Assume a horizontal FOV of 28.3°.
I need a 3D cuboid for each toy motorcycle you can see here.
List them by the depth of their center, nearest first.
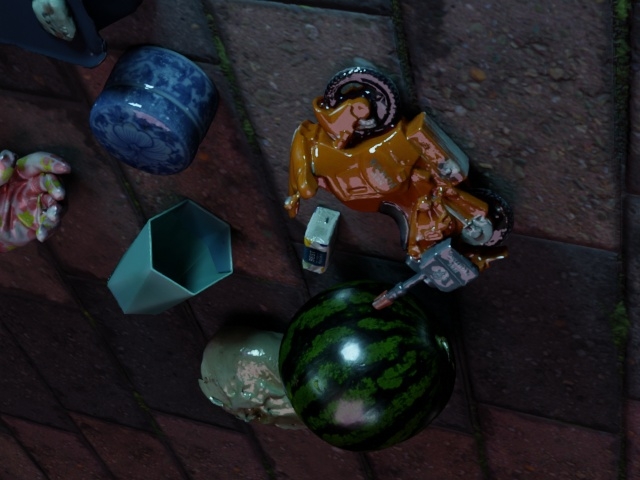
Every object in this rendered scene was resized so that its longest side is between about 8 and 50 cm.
[{"bbox_3d":[0.082,-0.059,1.587,0.221,0.148,0.326,-34,113,30],"label":"toy motorcycle"}]

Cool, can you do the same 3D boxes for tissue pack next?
[{"bbox_3d":[0.000,0.000,1.802,0.042,0.062,0.083,15,149,5],"label":"tissue pack"}]

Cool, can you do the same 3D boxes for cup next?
[{"bbox_3d":[-0.247,0.041,1.972,0.148,0.134,0.236,37,148,-15],"label":"cup"}]

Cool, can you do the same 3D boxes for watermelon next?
[{"bbox_3d":[0.069,0.181,1.853,0.269,0.269,0.269,17,149,11],"label":"watermelon"}]

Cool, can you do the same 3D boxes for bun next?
[{"bbox_3d":[-0.100,0.240,2.166,0.239,0.141,0.239,17,152,9],"label":"bun"}]

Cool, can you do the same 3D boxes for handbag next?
[{"bbox_3d":[-0.399,-0.352,1.478,0.329,0.122,0.303,10,147,25],"label":"handbag"}]

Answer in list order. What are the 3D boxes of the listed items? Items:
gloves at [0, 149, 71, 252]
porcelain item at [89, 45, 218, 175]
[{"bbox_3d":[-0.455,-0.069,1.963,0.241,0.126,0.145,-31,101,29],"label":"gloves"},{"bbox_3d":[-0.217,-0.164,1.646,0.147,0.114,0.147,18,150,10],"label":"porcelain item"}]
